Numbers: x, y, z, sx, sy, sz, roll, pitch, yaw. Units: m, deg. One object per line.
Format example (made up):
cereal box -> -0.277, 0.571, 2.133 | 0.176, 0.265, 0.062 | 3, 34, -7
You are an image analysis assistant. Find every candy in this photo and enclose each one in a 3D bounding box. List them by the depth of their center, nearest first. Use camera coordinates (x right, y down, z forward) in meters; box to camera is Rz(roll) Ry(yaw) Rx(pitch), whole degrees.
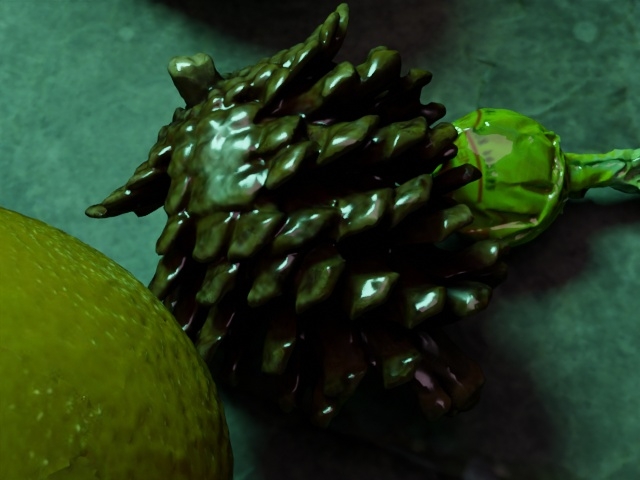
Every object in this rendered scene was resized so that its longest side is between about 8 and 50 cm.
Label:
candy -> 0.183, -0.041, 0.880 | 0.262, 0.073, 0.077 | -5, 80, -8

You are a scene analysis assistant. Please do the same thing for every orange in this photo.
orange -> -0.174, 0.109, 0.697 | 0.274, 0.274, 0.274 | -1, 62, 2

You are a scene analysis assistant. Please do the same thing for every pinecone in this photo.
pinecone -> -0.001, 0.001, 0.794 | 0.169, 0.186, 0.212 | -12, 71, -47
